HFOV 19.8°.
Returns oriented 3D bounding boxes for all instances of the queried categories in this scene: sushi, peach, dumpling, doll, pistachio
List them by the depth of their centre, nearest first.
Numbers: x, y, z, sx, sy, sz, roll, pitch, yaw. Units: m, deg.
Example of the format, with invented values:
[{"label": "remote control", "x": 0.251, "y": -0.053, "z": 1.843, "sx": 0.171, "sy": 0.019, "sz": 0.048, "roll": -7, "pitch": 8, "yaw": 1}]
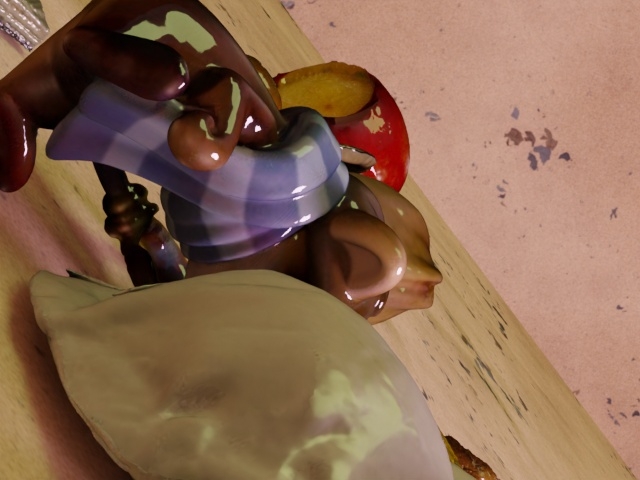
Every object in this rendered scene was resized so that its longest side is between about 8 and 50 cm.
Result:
[{"label": "dumpling", "x": -0.040, "y": 0.120, "z": 1.192, "sx": 0.341, "sy": 0.181, "sz": 0.260, "roll": 50, "pitch": 13, "yaw": -2}, {"label": "doll", "x": -0.096, "y": -0.043, "z": 1.359, "sx": 0.340, "sy": 0.209, "sz": 0.318, "roll": 49, "pitch": -9, "yaw": -24}, {"label": "pistachio", "x": 0.000, "y": 0.000, "z": 1.937, "sx": 0.260, "sy": 0.163, "sz": 0.213, "roll": 19, "pitch": 7, "yaw": -46}, {"label": "sushi", "x": 0.163, "y": 0.262, "z": 2.076, "sx": 0.060, "sy": 0.061, "sz": 0.118, "roll": 14, "pitch": 39, "yaw": -58}, {"label": "peach", "x": 0.010, "y": -0.140, "z": 2.344, "sx": 0.196, "sy": 0.190, "sz": 0.226, "roll": 9, "pitch": 51, "yaw": -61}]

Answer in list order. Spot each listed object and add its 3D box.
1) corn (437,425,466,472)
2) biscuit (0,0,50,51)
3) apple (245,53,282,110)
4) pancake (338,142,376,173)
[{"label": "corn", "x": 0.065, "y": 0.225, "z": 1.528, "sx": 0.131, "sy": 0.131, "sz": 0.344, "roll": 49, "pitch": 10, "yaw": -30}, {"label": "biscuit", "x": -0.314, "y": -0.259, "z": 1.596, "sx": 0.199, "sy": 0.040, "sz": 0.121, "roll": 43, "pitch": 13, "yaw": -49}, {"label": "apple", "x": -0.103, "y": -0.168, "z": 2.162, "sx": 0.114, "sy": 0.102, "sz": 0.099, "roll": 53, "pitch": -7, "yaw": 44}, {"label": "pancake", "x": -0.044, "y": -0.093, "z": 1.971, "sx": 0.235, "sy": 0.212, "sz": 0.029, "roll": 12, "pitch": 81, "yaw": -71}]
